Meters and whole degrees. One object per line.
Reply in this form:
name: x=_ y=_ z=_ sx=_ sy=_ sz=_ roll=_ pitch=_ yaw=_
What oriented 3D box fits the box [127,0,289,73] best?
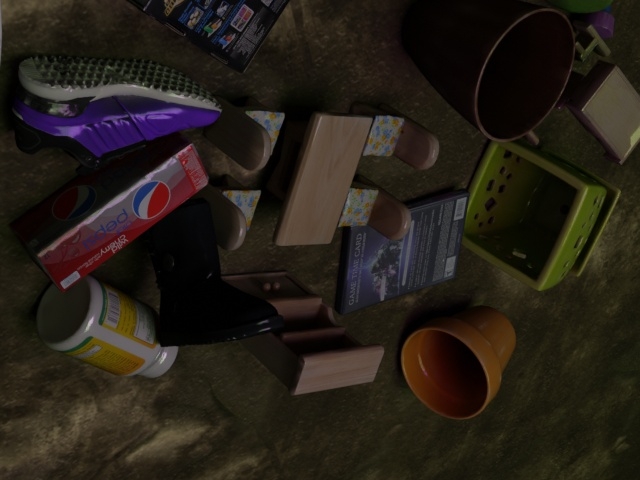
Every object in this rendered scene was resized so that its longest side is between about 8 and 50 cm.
box: x=-0.100 y=-0.384 z=1.386 sx=0.296 sy=0.073 sz=0.293 roll=-56 pitch=160 yaw=6

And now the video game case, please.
video game case: x=0.153 y=0.020 z=2.017 sx=0.274 sy=0.026 sz=0.196 roll=-15 pitch=128 yaw=-29

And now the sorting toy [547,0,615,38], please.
sorting toy: x=0.453 y=-0.496 z=1.904 sx=0.365 sy=0.127 sz=0.126 roll=41 pitch=58 yaw=-53

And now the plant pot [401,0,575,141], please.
plant pot: x=0.242 y=-0.301 z=1.719 sx=0.215 sy=0.230 sz=0.215 roll=-25 pitch=133 yaw=-30

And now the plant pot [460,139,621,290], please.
plant pot: x=0.427 y=-0.056 z=2.088 sx=0.207 sy=0.228 sz=0.227 roll=-3 pitch=121 yaw=-49

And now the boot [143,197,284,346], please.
boot: x=-0.162 y=0.041 z=1.534 sx=0.094 sy=0.246 sz=0.207 roll=-9 pitch=90 yaw=-43

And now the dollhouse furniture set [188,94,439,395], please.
dollhouse furniture set: x=0.000 y=0.000 z=1.690 sx=0.362 sy=0.256 sz=0.394 roll=-3 pitch=120 yaw=-43

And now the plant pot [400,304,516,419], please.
plant pot: x=0.298 y=0.228 z=2.207 sx=0.188 sy=0.205 sz=0.205 roll=-32 pitch=138 yaw=-45

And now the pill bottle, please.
pill bottle: x=-0.307 y=0.133 z=1.605 sx=0.118 sy=0.117 sz=0.208 roll=-54 pitch=140 yaw=2

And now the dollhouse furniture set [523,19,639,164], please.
dollhouse furniture set: x=0.448 y=-0.254 z=1.934 sx=0.212 sy=0.242 sz=0.161 roll=-52 pitch=128 yaw=-1

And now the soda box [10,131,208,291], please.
soda box: x=-0.288 y=-0.052 z=1.506 sx=0.263 sy=0.092 sz=0.083 roll=-38 pitch=136 yaw=-16

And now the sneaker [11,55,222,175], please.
sneaker: x=-0.276 y=-0.157 z=1.445 sx=0.293 sy=0.102 sz=0.146 roll=0 pitch=122 yaw=-38

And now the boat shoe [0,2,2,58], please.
boat shoe: x=-0.411 y=-0.288 z=1.206 sx=0.102 sy=0.108 sz=0.301 roll=-6 pitch=124 yaw=-21
